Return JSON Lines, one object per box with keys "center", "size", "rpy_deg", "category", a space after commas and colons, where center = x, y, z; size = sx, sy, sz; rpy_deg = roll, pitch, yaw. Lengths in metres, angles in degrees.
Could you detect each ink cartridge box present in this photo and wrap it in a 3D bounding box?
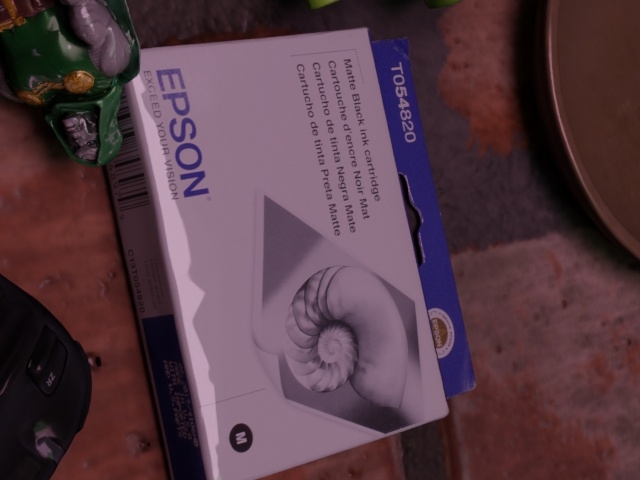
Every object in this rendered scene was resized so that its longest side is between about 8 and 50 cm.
{"center": [0.000, 0.000, 0.734], "size": [0.224, 0.045, 0.223], "rpy_deg": [-13, 91, -39], "category": "ink cartridge box"}

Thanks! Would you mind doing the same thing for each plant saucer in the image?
{"center": [0.238, -0.107, 0.942], "size": [0.278, 0.041, 0.277], "rpy_deg": [7, 79, -38], "category": "plant saucer"}

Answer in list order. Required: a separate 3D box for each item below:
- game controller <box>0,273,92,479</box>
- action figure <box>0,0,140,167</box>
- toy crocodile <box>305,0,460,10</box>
{"center": [-0.224, 0.128, 0.539], "size": [0.166, 0.067, 0.319], "rpy_deg": [37, 61, -12], "category": "game controller"}
{"center": [-0.147, -0.132, 0.601], "size": [0.232, 0.137, 0.063], "rpy_deg": [61, 35, -26], "category": "action figure"}
{"center": [0.103, -0.225, 0.824], "size": [0.341, 0.105, 0.115], "rpy_deg": [-35, 106, -31], "category": "toy crocodile"}
